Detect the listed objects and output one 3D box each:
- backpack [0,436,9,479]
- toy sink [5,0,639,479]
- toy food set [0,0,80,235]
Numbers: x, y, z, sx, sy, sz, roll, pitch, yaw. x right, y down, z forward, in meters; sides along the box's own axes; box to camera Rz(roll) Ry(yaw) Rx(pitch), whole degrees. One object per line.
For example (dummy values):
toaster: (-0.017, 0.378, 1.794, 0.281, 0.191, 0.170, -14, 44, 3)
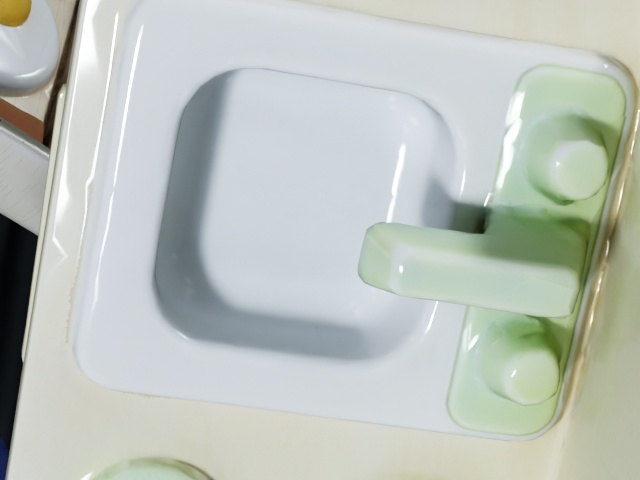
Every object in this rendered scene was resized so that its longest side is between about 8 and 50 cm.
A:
backpack: (-0.133, 0.077, 0.456, 0.098, 0.120, 0.101, -15, 59, 15)
toy sink: (0.000, 0.000, 0.415, 0.131, 0.153, 0.234, 7, 15, -11)
toy food set: (-0.149, -0.156, 0.720, 0.219, 0.092, 0.306, 33, 38, -24)
